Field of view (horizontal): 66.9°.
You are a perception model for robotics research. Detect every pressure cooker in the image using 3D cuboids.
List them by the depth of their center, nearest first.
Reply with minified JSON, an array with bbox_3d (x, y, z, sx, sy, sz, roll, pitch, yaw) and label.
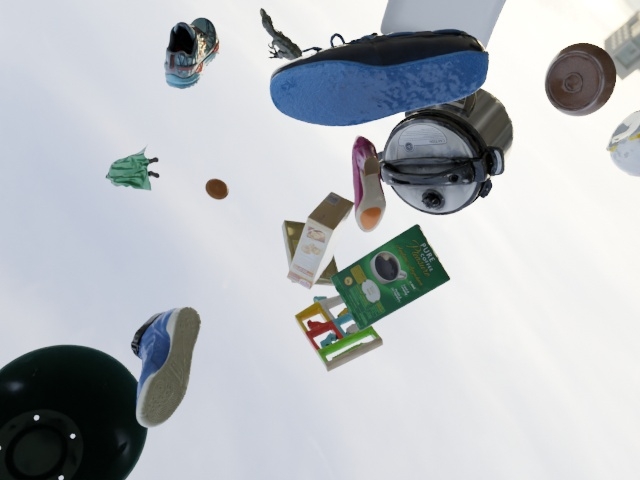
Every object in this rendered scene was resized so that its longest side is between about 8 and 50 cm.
[{"bbox_3d":[0.418,-0.289,1.614,0.375,0.370,0.420,43,-129,5],"label":"pressure cooker"}]

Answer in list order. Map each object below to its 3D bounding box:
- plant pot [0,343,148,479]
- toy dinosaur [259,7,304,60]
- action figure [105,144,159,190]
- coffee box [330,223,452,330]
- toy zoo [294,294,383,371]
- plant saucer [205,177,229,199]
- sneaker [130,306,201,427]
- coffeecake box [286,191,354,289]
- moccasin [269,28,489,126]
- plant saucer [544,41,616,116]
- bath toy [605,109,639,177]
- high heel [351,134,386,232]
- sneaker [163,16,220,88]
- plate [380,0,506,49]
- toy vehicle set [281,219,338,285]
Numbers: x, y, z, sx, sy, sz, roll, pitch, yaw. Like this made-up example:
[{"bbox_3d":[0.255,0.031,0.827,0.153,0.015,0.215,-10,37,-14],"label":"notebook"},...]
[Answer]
[{"bbox_3d":[-0.516,0.382,0.927,0.293,0.235,0.293,25,-136,-27],"label":"plant pot"},{"bbox_3d":[-0.074,-0.498,1.297,0.268,0.118,0.064,34,-95,-22],"label":"toy dinosaur"},{"bbox_3d":[-0.590,-0.212,1.496,0.063,0.232,0.137,2,-93,-56],"label":"action figure"},{"bbox_3d":[0.121,0.065,0.839,0.113,0.184,0.040,60,-163,14],"label":"coffee box"},{"bbox_3d":[0.042,0.269,1.533,0.192,0.030,0.293,-22,-144,-16],"label":"toy zoo"},{"bbox_3d":[-0.354,-0.178,1.661,0.083,0.013,0.084,15,-123,-25],"label":"plant saucer"},{"bbox_3d":[-0.212,0.160,0.625,0.058,0.084,0.152,36,-126,-42],"label":"sneaker"},{"bbox_3d":[0.000,0.000,1.138,0.068,0.186,0.142,27,-143,8],"label":"coffeecake box"},{"bbox_3d":[0.089,-0.266,0.787,0.341,0.138,0.117,-3,-130,1],"label":"moccasin"},{"bbox_3d":[0.594,-0.370,1.128,0.029,0.168,0.168,-25,-104,-31],"label":"plant saucer"},{"bbox_3d":[0.561,-0.155,0.656,0.129,0.348,0.151,34,-105,-6],"label":"bath toy"},{"bbox_3d":[0.109,-0.138,1.209,0.082,0.244,0.117,-13,-138,-2],"label":"high heel"},{"bbox_3d":[-0.329,-0.515,1.255,0.104,0.125,0.262,9,-125,0],"label":"sneaker"},{"bbox_3d":[0.307,-0.592,1.166,0.277,0.278,0.045,27,-137,12],"label":"plate"},{"bbox_3d":[-0.037,0.040,1.679,0.165,0.035,0.267,8,-137,-21],"label":"toy vehicle set"}]
